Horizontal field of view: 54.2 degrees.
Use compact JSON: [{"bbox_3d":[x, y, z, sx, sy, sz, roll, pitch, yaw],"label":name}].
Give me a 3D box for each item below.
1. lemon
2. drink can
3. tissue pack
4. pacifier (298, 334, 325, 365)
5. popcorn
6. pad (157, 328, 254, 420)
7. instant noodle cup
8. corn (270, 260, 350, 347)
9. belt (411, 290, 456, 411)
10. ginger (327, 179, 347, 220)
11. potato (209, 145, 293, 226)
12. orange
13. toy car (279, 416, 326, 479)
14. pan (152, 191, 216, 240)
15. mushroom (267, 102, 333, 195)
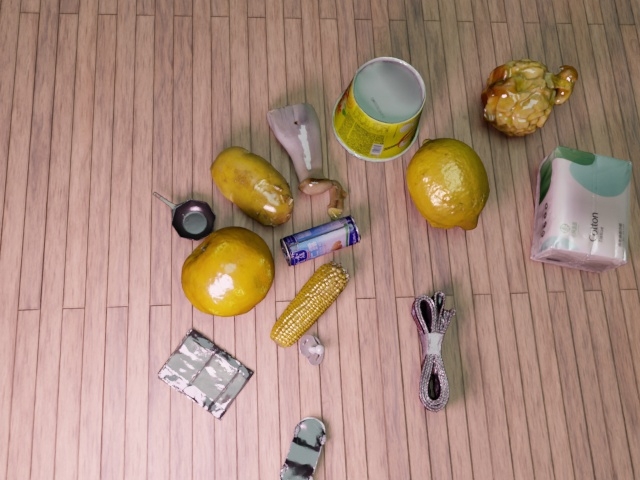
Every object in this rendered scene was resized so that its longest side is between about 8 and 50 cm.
[{"bbox_3d":[0.399,-0.175,1.954,0.245,0.245,0.319,-22,83,-12],"label":"lemon"},{"bbox_3d":[0.000,0.000,1.935,0.235,0.097,0.097,-20,78,-12],"label":"drink can"},{"bbox_3d":[0.834,-0.098,2.004,0.266,0.194,0.356,11,74,-5],"label":"tissue pack"},{"bbox_3d":[-0.015,0.319,1.849,0.099,0.078,0.081,50,53,-19],"label":"pacifier"},{"bbox_3d":[0.684,-0.486,2.082,0.333,0.225,0.264,-23,48,4],"label":"popcorn"},{"bbox_3d":[-0.337,0.390,1.827,0.233,0.022,0.174,35,73,3],"label":"pad"},{"bbox_3d":[0.200,-0.433,2.011,0.312,0.221,0.311,2,75,-7],"label":"instant noodle cup"},{"bbox_3d":[-0.033,0.193,1.877,0.106,0.106,0.305,40,79,5],"label":"corn"},{"bbox_3d":[0.336,0.332,1.882,0.126,0.094,0.359,4,73,-1],"label":"belt"},{"bbox_3d":[0.052,-0.129,2.003,0.058,0.044,0.137,-3,71,22],"label":"ginger"},{"bbox_3d":[-0.201,-0.166,1.934,0.300,0.140,0.173,41,81,11],"label":"potato"},{"bbox_3d":[-0.260,0.093,1.793,0.279,0.279,0.235,-48,113,-16],"label":"orange"},{"bbox_3d":[-0.048,0.606,1.781,0.096,0.056,0.204,20,70,-1],"label":"toy car"},{"bbox_3d":[-0.410,-0.089,1.935,0.128,0.048,0.201,-32,82,-15],"label":"pan"},{"bbox_3d":[-0.060,-0.292,2.011,0.159,0.122,0.328,-22,74,26],"label":"mushroom"}]
